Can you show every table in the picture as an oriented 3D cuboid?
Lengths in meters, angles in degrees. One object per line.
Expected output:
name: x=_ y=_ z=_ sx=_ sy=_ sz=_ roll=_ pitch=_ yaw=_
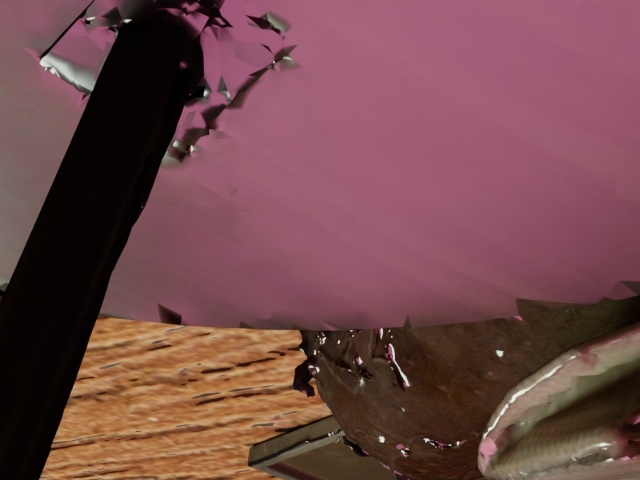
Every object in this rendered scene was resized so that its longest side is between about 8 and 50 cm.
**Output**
table: x=0.000 y=0.000 z=0.280 sx=0.317 sy=0.249 sz=0.317 roll=4 pitch=130 yaw=5

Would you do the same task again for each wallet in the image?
wallet: x=0.186 y=0.030 z=0.550 sx=0.275 sy=0.068 sz=0.335 roll=-24 pitch=163 yaw=6

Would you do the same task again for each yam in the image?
yam: x=0.082 y=-0.006 z=0.631 sx=0.131 sy=0.131 sz=0.279 roll=14 pitch=151 yaw=-13

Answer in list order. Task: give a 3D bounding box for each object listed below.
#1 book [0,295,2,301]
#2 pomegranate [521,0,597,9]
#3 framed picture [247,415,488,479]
book: x=-0.350 y=0.042 z=0.936 sx=0.262 sy=0.028 sz=0.374 roll=32 pitch=144 yaw=-34
pomegranate: x=0.055 y=-0.118 z=0.430 sx=0.148 sy=0.148 sz=0.169 roll=12 pitch=126 yaw=-8
framed picture: x=0.103 y=0.118 z=0.975 sx=0.184 sy=0.016 sz=0.250 roll=24 pitch=148 yaw=-29
